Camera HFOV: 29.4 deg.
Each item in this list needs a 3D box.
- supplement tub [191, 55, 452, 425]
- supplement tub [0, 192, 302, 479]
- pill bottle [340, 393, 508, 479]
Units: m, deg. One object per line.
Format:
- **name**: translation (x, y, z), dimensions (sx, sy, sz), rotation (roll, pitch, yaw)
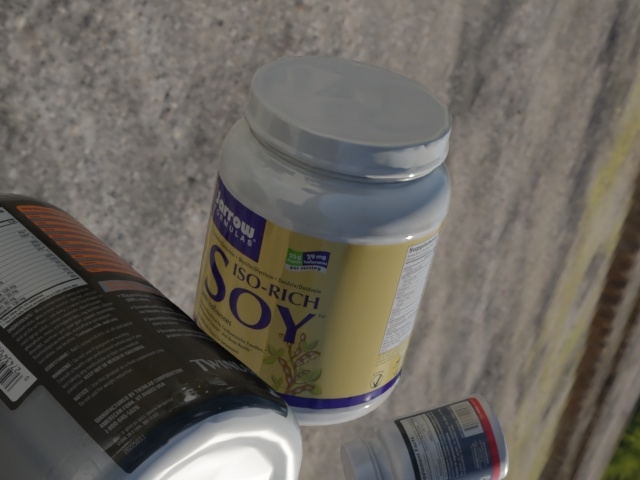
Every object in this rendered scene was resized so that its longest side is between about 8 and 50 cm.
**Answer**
- **supplement tub**: translation (0.000, 0.000, 1.276), dimensions (0.241, 0.241, 0.331), rotation (-38, 147, -53)
- **supplement tub**: translation (-0.190, 0.103, 0.844), dimensions (0.207, 0.338, 0.207), rotation (-30, 139, -31)
- **pill bottle**: translation (0.120, 0.255, 1.443), dimensions (0.180, 0.108, 0.108), rotation (-15, 146, -10)
